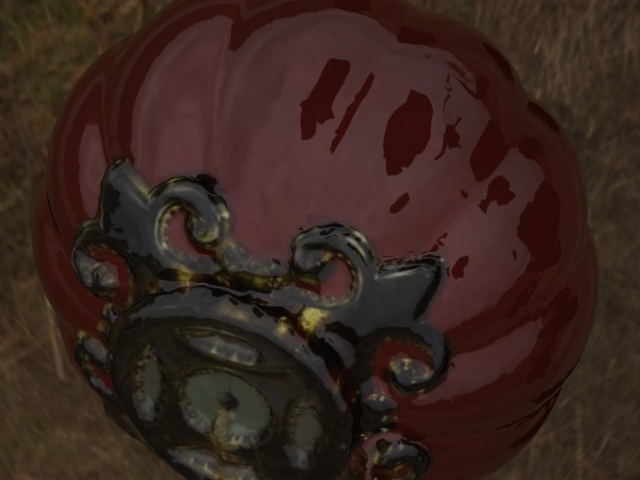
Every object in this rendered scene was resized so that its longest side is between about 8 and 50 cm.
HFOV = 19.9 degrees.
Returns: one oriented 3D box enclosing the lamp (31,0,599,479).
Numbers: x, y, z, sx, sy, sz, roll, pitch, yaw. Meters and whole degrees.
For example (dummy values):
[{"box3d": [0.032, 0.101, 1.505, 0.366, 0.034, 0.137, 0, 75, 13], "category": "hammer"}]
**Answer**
[{"box3d": [0.000, 0.000, 0.722, 0.227, 0.227, 0.227, 0, 73, 0], "category": "lamp"}]
